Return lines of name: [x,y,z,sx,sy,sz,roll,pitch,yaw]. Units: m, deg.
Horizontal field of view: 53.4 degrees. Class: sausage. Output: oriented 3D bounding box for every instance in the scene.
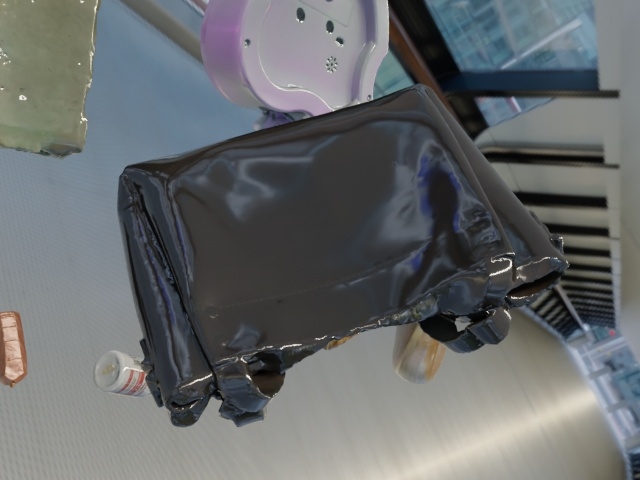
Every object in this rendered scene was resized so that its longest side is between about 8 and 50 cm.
sausage: [-0.683,0.244,1.402,0.065,0.065,0.169,18,53,-65]

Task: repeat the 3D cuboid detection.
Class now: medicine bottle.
medicine bottle: [-0.372,0.267,1.252,0.140,0.079,0.079,41,25,-59]

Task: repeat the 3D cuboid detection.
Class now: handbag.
handbag: [0.000,0.000,0.474,0.257,0.285,0.113,-115,-169,-51]

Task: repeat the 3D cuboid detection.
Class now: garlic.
garlic: [0.181,0.149,1.144,0.228,0.110,0.217,69,36,-60]

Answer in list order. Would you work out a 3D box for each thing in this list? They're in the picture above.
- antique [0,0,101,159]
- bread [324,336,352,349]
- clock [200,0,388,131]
antique: [-0.315,-0.238,0.676,0.125,0.284,0.150,7,9,-45]
bread: [0.048,0.123,0.979,0.044,0.052,0.157,28,26,26]
clock: [-0.027,-0.324,1.035,0.102,0.338,0.338,20,-15,43]
